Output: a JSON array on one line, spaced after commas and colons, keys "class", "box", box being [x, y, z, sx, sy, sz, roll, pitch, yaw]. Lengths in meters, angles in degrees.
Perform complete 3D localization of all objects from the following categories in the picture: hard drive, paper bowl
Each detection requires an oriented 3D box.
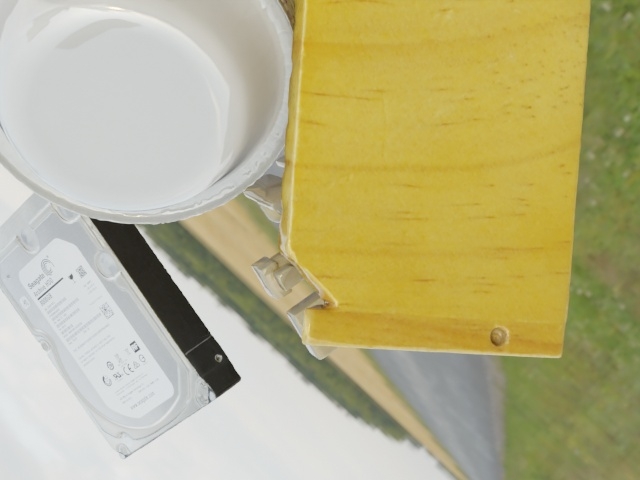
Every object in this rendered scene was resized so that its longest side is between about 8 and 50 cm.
[{"class": "hard drive", "box": [-0.274, 0.092, 1.681, 0.237, 0.064, 0.339, -35, 88, 43]}, {"class": "paper bowl", "box": [-0.155, -0.138, 1.094, 0.284, 0.284, 0.148, 45, -157, -27]}]

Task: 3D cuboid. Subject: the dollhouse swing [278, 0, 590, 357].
[{"class": "dollhouse swing", "box": [0.082, -0.085, 1.184, 0.315, 0.346, 0.305, 4, 180, -19]}]

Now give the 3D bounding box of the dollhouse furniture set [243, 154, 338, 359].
[{"class": "dollhouse furniture set", "box": [0.000, 0.000, 1.260, 0.151, 0.144, 0.123, 59, 168, -17]}]
